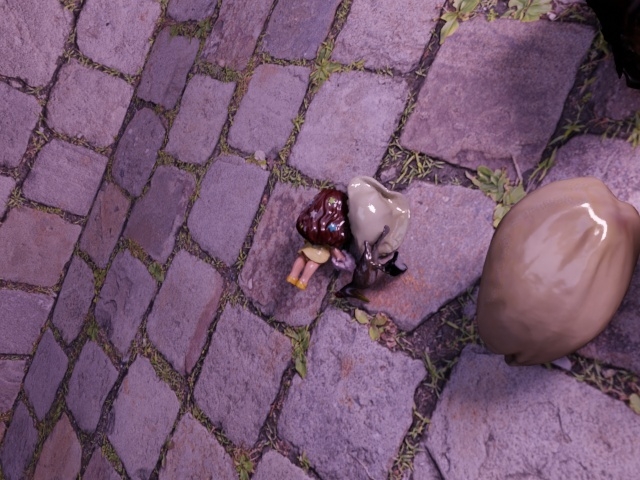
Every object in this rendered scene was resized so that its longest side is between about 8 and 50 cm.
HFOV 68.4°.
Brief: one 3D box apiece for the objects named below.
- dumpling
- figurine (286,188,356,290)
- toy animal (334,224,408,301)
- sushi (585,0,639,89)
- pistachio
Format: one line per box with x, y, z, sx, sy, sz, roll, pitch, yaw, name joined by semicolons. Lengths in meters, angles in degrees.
0.127;-0.058;1.017;0.134;0.100;0.169;-11;73;12;dumpling
0.000;-0.002;1.091;0.174;0.115;0.240;22;93;42;figurine
0.101;0.066;1.004;0.105;0.070;0.202;48;121;8;toy animal
0.520;-0.395;0.654;0.281;0.299;0.294;-17;68;11;sushi
0.351;0.058;0.737;0.226;0.207;0.332;-83;10;-72;pistachio
